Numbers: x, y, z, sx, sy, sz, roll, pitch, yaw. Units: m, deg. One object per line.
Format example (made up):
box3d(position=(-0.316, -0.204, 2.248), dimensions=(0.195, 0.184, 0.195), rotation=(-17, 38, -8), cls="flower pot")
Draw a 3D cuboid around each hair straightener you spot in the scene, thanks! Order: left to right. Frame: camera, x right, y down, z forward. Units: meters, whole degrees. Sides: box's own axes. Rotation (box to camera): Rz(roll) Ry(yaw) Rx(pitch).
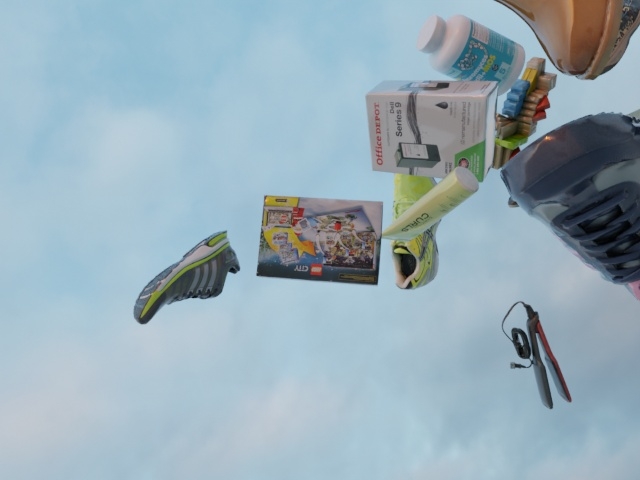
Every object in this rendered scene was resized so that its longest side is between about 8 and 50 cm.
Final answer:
box3d(position=(0.416, 0.228, 0.961), dimensions=(0.088, 0.047, 0.231), rotation=(-21, -81, -2), cls="hair straightener")

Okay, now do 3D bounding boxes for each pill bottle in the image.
box3d(position=(0.386, -0.489, 1.274), dimensions=(0.263, 0.146, 0.146), rotation=(17, -68, -17), cls="pill bottle")

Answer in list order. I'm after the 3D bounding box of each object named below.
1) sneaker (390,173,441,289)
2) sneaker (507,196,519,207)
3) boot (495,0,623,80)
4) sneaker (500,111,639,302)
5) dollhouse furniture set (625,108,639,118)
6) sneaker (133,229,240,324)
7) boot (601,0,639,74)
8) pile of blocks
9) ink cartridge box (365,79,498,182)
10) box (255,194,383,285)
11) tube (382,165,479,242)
box3d(position=(0.273, -0.034, 1.426), dimensions=(0.147, 0.145, 0.385), rotation=(-27, -68, -52), cls="sneaker")
box3d(position=(0.753, -0.220, 1.794), dimensions=(0.222, 0.083, 0.118), rotation=(-39, -68, -18), cls="sneaker")
box3d(position=(0.091, -0.180, 0.317), dimensions=(0.152, 0.197, 0.073), rotation=(-9, -20, -1), cls="boot")
box3d(position=(0.274, -0.011, 0.433), dimensions=(0.318, 0.131, 0.112), rotation=(10, -33, -43), cls="sneaker")
box3d(position=(0.566, -0.120, 0.844), dimensions=(0.128, 0.184, 0.129), rotation=(31, -34, -24), cls="dollhouse furniture set")
box3d(position=(-0.289, 0.096, 1.111), dimensions=(0.300, 0.111, 0.121), rotation=(-44, -74, -38), cls="sneaker")
box3d(position=(0.826, -0.712, 1.491), dimensions=(0.284, 0.138, 0.378), rotation=(38, -110, -16), cls="boot")
box3d(position=(0.629, -0.381, 1.513), dimensions=(0.148, 0.112, 0.363), rotation=(-1, -66, -44), cls="pile of blocks")
box3d(position=(0.266, -0.268, 1.185), dimensions=(0.121, 0.289, 0.211), rotation=(-47, -42, -45), cls="ink cartridge box")
box3d(position=(0.000, 0.000, 0.939), dimensions=(0.232, 0.044, 0.159), rotation=(4, -98, 7), cls="box")
box3d(position=(0.220, -0.058, 1.003), dimensions=(0.070, 0.062, 0.240), rotation=(42, -43, -4), cls="tube")
